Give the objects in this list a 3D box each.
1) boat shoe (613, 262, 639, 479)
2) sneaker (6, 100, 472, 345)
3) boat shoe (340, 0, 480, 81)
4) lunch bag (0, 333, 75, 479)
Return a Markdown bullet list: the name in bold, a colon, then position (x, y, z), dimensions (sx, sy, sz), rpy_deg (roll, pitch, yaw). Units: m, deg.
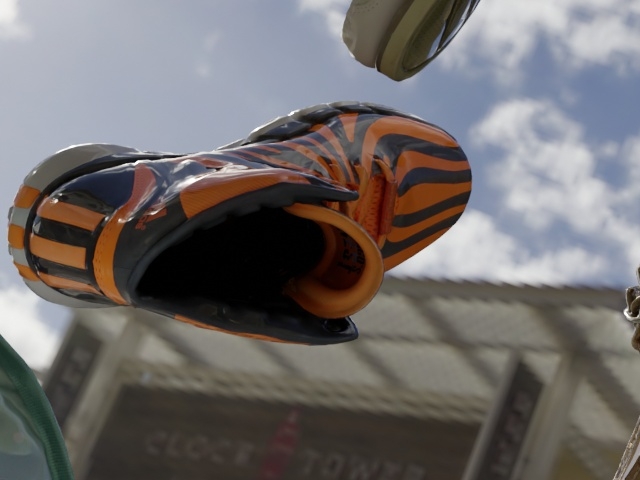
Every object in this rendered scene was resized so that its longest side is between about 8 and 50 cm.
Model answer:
- **boat shoe**: position (0.274, 0.054, 1.398), dimensions (0.110, 0.341, 0.121), rpy_deg (29, -24, 0)
- **sneaker**: position (0.000, 0.000, 1.079), dimensions (0.321, 0.125, 0.180), rpy_deg (-13, 19, -38)
- **boat shoe**: position (0.078, -0.219, 1.131), dimensions (0.103, 0.302, 0.113), rpy_deg (29, -32, 5)
- **lunch bag**: position (-0.222, 0.151, 0.829), dimensions (0.223, 0.160, 0.262), rpy_deg (-8, -78, 30)
